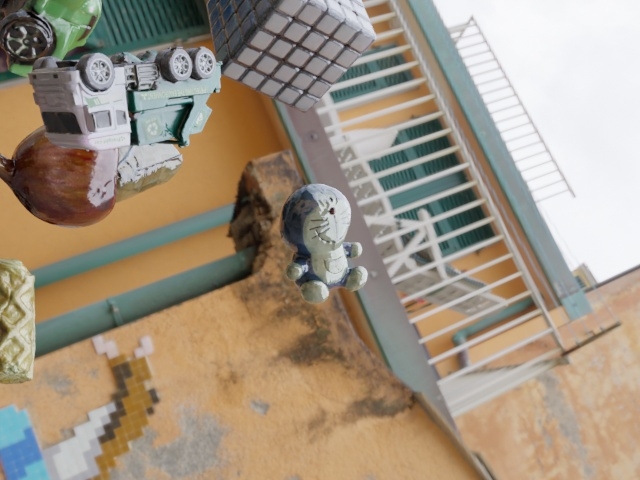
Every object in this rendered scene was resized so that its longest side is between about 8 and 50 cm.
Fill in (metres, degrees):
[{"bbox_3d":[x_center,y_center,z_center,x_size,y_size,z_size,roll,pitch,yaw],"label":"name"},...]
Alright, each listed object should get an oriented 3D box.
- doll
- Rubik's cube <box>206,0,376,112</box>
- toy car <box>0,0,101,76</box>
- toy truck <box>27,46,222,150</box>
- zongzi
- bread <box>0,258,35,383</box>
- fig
[{"bbox_3d":[0.000,0.000,1.427,0.154,0.228,0.259,19,-63,46],"label":"doll"},{"bbox_3d":[-0.067,-0.445,1.258,0.237,0.238,0.237,-41,-130,37],"label":"Rubik's cube"},{"bbox_3d":[-0.526,-0.462,1.226,0.359,0.176,0.213,-48,-130,18],"label":"toy car"},{"bbox_3d":[-0.212,-0.159,0.721,0.110,0.216,0.116,8,-69,34],"label":"toy truck"},{"bbox_3d":[-0.570,-0.282,1.604,0.393,0.174,0.356,54,21,-8],"label":"zongzi"},{"bbox_3d":[-0.685,0.170,1.348,0.130,0.152,0.268,20,59,-55],"label":"bread"},{"bbox_3d":[-0.420,-0.105,0.964,0.175,0.207,0.175,9,-79,56],"label":"fig"}]
